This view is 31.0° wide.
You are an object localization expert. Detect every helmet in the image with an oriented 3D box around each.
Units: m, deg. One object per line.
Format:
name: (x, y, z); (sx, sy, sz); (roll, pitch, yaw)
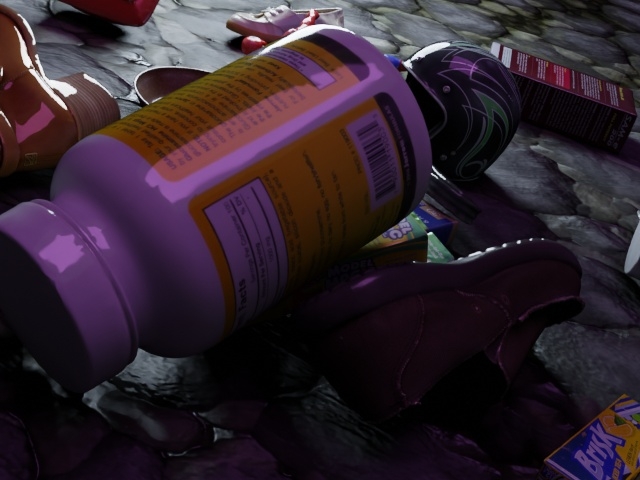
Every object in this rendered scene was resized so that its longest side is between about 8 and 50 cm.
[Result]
helmet: (0.174, -0.174, 1.477); (0.170, 0.161, 0.169); (15, 26, -8)

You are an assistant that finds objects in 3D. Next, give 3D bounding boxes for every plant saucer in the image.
plant saucer: (-0.128, -0.149, 1.372); (0.199, 0.036, 0.198); (15, 25, -8)

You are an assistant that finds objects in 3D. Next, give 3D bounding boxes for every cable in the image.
cable: (0.089, -0.091, 1.393); (0.287, 0.072, 0.139); (49, 6, 32)

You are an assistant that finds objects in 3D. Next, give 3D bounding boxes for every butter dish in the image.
butter dish: (-0.285, -0.358, 1.596); (0.160, 0.118, 0.159); (19, 70, 2)

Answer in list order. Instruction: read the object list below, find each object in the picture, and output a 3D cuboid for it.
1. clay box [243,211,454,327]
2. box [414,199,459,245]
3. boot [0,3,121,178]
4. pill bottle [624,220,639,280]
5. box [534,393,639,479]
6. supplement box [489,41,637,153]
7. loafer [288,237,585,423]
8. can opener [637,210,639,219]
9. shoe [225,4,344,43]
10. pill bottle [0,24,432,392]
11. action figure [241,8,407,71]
clay box: (0.000, 0.000, 1.068); (0.222, 0.053, 0.127); (-16, 38, -17)
box: (0.032, -0.023, 1.237); (0.136, 0.036, 0.225); (35, 31, 29)
boot: (-0.369, -0.148, 1.156); (0.283, 0.109, 0.220); (36, 34, 17)
pill bottle: (0.494, 0.030, 1.310); (0.265, 0.153, 0.153); (21, 26, 6)
box: (0.230, 0.186, 0.941); (0.059, 0.054, 0.169); (33, 29, 26)
supplement box: (0.368, -0.226, 1.810); (0.240, 0.073, 0.130); (20, 27, 3)
loafer: (0.120, 0.087, 1.018); (0.366, 0.134, 0.130); (-8, 74, -46)
can opener: (0.536, -0.012, 1.501); (0.281, 0.093, 0.074); (13, 25, -23)
shoe: (-0.049, -0.329, 1.734); (0.219, 0.058, 0.077); (-4, 23, -42)
pill bottle: (-0.087, -0.027, 0.910); (0.334, 0.187, 0.188); (-32, 53, -31)
action figure: (0.009, -0.269, 1.637); (0.281, 0.091, 0.139); (5, 36, -28)
